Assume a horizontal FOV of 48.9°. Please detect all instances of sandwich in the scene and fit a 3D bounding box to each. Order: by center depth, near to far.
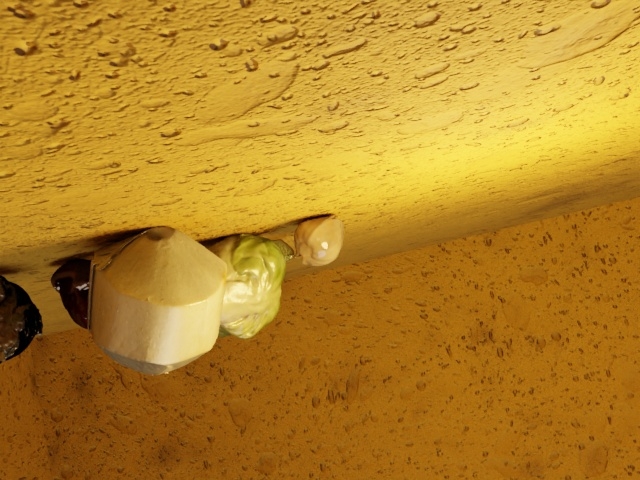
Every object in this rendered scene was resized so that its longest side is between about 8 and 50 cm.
[{"bbox_3d":[-0.167,0.047,2.129,0.090,0.088,0.244,-18,175,-37],"label":"sandwich"}]

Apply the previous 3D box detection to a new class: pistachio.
[{"bbox_3d":[0.000,0.000,1.847,0.152,0.126,0.223,-48,171,2],"label":"pistachio"}]

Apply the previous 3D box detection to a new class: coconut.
[{"bbox_3d":[-0.350,0.119,1.520,0.323,0.322,0.323,-12,174,-1],"label":"coconut"}]

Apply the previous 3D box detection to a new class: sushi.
[{"bbox_3d":[-0.758,0.183,1.572,0.225,0.238,0.219,-27,174,-17],"label":"sushi"}]

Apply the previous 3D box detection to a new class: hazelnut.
[{"bbox_3d":[-0.551,0.132,1.693,0.202,0.170,0.160,17,-148,2],"label":"hazelnut"}]

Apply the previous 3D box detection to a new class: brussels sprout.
[{"bbox_3d":[-0.224,0.129,1.840,0.317,0.243,0.273,-41,165,-36],"label":"brussels sprout"}]
